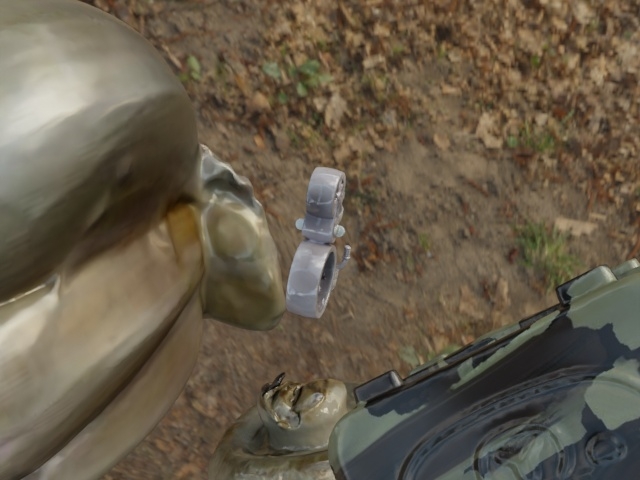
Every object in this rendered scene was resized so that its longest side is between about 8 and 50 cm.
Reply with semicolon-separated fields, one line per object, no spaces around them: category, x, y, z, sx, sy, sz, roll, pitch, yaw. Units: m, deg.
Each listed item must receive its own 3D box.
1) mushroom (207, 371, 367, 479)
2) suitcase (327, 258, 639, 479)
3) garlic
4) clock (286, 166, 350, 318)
mushroom;-0.009;0.327;1.721;0.362;0.362;0.295;-13;105;4
suitcase;0.213;0.217;0.842;0.351;0.194;0.339;-31;77;25
garlic;-0.146;0.018;0.544;0.132;0.279;0.325;13;26;31
clock;0.000;0.000;0.917;0.041;0.087;0.129;12;104;12
